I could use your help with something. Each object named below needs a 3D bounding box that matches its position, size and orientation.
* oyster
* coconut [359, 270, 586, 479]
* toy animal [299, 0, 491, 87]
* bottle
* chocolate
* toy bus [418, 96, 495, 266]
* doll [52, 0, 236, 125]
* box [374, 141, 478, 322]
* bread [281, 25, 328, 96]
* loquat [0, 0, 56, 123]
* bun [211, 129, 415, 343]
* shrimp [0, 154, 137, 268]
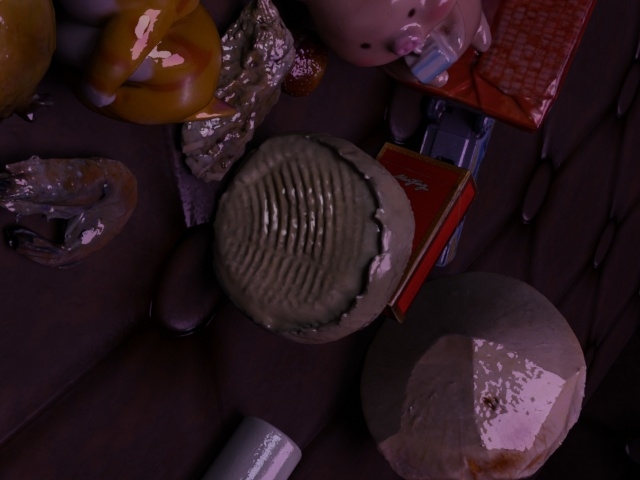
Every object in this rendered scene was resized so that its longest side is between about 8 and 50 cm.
[{"bbox_3d":[-0.086,-0.160,1.089,0.209,0.072,0.133,-61,147,-6],"label":"oyster"},{"bbox_3d":[0.257,0.255,1.659,0.415,0.344,0.415,-42,145,-38],"label":"coconut"},{"bbox_3d":[0.082,-0.281,1.145,0.195,0.213,0.256,-34,179,20],"label":"toy animal"},{"bbox_3d":[-0.132,0.370,1.345,0.245,0.104,0.104,-54,148,-22],"label":"bottle"},{"bbox_3d":[0.256,-0.295,1.405,0.237,0.235,0.108,-67,164,-1],"label":"chocolate"},{"bbox_3d":[0.215,-0.129,1.570,0.136,0.109,0.330,-15,123,-66],"label":"toy bus"},{"bbox_3d":[-0.170,-0.216,0.827,0.162,0.166,0.270,-39,143,-37],"label":"doll"},{"bbox_3d":[0.107,-0.016,1.419,0.240,0.153,0.074,-58,145,-15],"label":"box"},{"bbox_3d":[-0.024,-0.214,1.166,0.085,0.053,0.085,-36,138,-41],"label":"bread"},{"bbox_3d":[-0.279,-0.161,0.693,0.172,0.149,0.204,-51,140,-27],"label":"loquat"},{"bbox_3d":[0.000,0.000,1.172,0.152,0.259,0.259,6,105,-64],"label":"bun"},{"bbox_3d":[-0.259,-0.025,0.930,0.223,0.047,0.126,-4,123,-59],"label":"shrimp"}]
